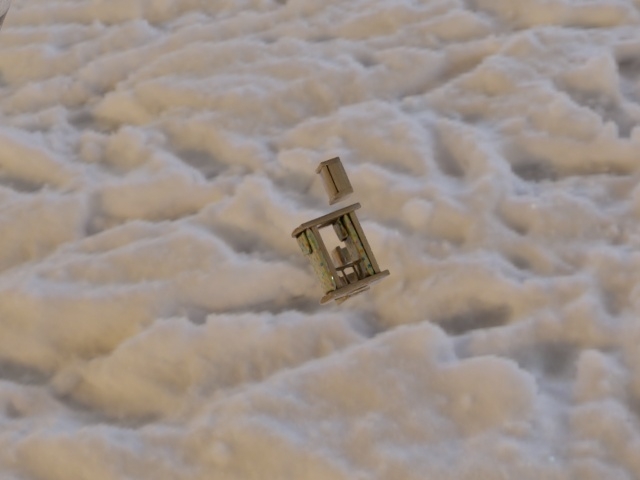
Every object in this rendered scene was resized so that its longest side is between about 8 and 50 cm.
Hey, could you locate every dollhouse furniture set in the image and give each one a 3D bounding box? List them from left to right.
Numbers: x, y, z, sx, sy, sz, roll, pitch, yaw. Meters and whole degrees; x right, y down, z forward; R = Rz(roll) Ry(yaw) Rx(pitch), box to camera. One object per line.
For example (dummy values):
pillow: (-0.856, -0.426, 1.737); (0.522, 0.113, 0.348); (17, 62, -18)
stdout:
dollhouse furniture set: (0.000, 0.000, 1.550); (0.101, 0.182, 0.161); (-21, -8, -16)

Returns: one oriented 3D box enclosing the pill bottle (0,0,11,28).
pill bottle: (-0.447, -0.309, 1.357); (0.108, 0.108, 0.180); (-36, 2, -29)
